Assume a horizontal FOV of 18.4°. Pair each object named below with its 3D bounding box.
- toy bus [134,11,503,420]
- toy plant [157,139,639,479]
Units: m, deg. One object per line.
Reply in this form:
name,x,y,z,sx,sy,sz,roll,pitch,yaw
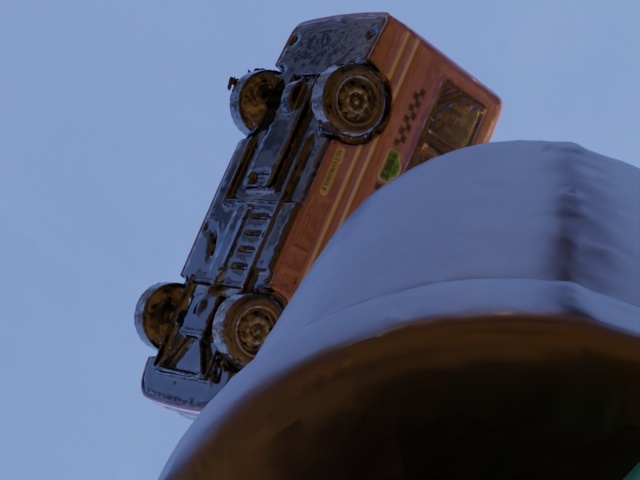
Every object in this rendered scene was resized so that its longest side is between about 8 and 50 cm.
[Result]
toy bus,0.000,0.000,0.910,0.108,0.096,0.199,29,-103,-29
toy plant,0.047,0.104,0.434,0.279,0.400,0.185,-38,-77,20
